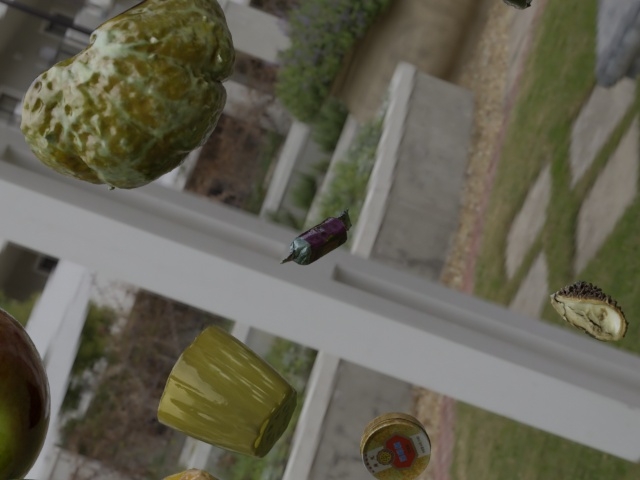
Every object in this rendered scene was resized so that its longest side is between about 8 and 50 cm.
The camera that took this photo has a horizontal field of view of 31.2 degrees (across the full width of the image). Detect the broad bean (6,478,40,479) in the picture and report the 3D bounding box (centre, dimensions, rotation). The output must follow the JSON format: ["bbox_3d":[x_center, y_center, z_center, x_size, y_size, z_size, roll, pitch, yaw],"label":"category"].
[{"bbox_3d":[-0.380,0.435,1.574,0.189,0.263,0.121,-66,8,-17],"label":"broad bean"}]

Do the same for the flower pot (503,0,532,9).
[{"bbox_3d":[0.205,-0.384,1.201,0.213,0.301,0.302,-42,24,44],"label":"flower pot"}]

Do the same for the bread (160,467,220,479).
[{"bbox_3d":[-0.151,0.310,0.953,0.274,0.149,0.274,-34,5,4],"label":"bread"}]

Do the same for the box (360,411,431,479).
[{"bbox_3d":[0.111,0.307,1.696,0.037,0.105,0.106,-92,22,-70],"label":"box"}]

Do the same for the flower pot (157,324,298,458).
[{"bbox_3d":[-0.143,0.262,1.900,0.195,0.179,0.195,-55,-19,-29],"label":"flower pot"}]

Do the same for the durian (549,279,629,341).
[{"bbox_3d":[0.393,0.098,1.666,0.066,0.130,0.052,-57,11,16],"label":"durian"}]

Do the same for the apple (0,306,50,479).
[{"bbox_3d":[-0.574,0.245,1.734,0.339,0.339,0.340,-160,90,-85],"label":"apple"}]

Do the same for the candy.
[{"bbox_3d":[0.000,0.000,1.704,0.175,0.043,0.045,-33,-30,-42],"label":"candy"}]

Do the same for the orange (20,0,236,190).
[{"bbox_3d":[-0.274,-0.209,1.739,0.368,0.210,0.271,-38,-22,13],"label":"orange"}]
